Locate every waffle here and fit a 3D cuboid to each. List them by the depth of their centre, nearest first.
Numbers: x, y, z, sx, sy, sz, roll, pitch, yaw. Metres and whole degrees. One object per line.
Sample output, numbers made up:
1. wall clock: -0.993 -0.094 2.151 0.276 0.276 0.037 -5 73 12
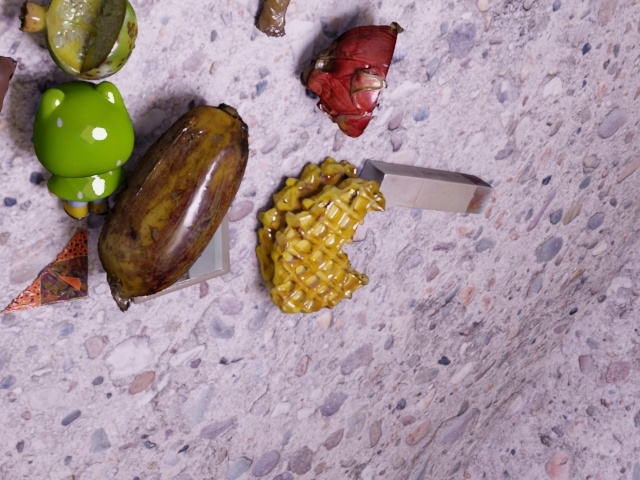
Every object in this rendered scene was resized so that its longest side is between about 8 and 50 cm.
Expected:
1. waffle: 0.000 0.000 1.828 0.261 0.151 0.324 -16 127 -36

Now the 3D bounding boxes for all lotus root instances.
1. lotus root: -0.251 -0.057 1.507 0.397 0.179 0.196 -56 172 0

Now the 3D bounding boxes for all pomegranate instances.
1. pomegranate: -0.361 -0.314 1.319 0.169 0.122 0.143 3 89 -4

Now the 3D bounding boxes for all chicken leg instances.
1. chicken leg: -0.062 -0.445 1.505 0.125 0.080 0.196 5 117 -56

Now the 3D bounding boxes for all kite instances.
1. kite: -0.462 0.077 1.590 0.222 0.008 0.125 -47 138 -3

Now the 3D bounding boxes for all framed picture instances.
1. framed picture: -0.270 -0.026 1.672 0.213 0.016 0.289 -19 130 -29

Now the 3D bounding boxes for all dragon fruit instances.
1. dragon fruit: 0.043 -0.316 1.632 0.148 0.224 0.218 19 85 -7

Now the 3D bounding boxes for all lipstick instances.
1. lipstick: 0.244 -0.118 1.996 0.372 0.076 0.079 4 118 -42

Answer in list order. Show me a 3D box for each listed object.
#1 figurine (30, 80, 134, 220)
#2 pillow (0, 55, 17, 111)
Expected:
1. figurine: -0.380 -0.144 1.411 0.162 0.143 0.263 -9 138 -18
2. pillow: -0.607 -0.130 1.244 0.305 0.108 0.307 -2 123 -41
